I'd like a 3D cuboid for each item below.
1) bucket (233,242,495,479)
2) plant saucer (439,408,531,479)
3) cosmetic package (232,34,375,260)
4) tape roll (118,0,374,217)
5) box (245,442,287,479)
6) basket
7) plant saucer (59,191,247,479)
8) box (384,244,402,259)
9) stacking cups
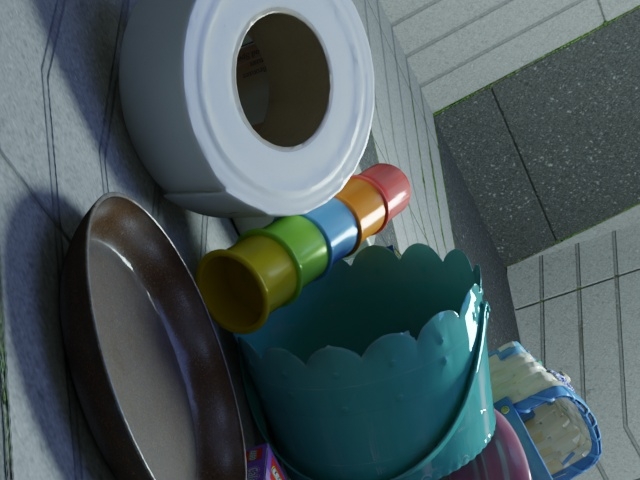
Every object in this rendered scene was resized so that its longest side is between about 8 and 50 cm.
[{"bbox_3d":[0.054,0.138,1.686,0.281,0.281,0.183,-77,154,-69],"label":"bucket"},{"bbox_3d":[0.123,0.341,1.761,0.332,0.084,0.332,-169,-90,-69],"label":"plant saucer"},{"bbox_3d":[-0.055,-0.114,1.869,0.129,0.153,0.296,-83,150,-61],"label":"cosmetic package"},{"bbox_3d":[-0.072,-0.163,1.643,0.286,0.100,0.286,0,90,-47],"label":"tape roll"},{"bbox_3d":[-0.022,0.366,1.482,0.201,0.057,0.293,-88,156,-62],"label":"box"},{"bbox_3d":[0.307,0.305,2.263,0.255,0.201,0.289,55,10,-52],"label":"basket"},{"bbox_3d":[-0.146,0.111,1.345,0.310,0.050,0.311,-18,90,-79],"label":"plant saucer"},{"bbox_3d":[0.153,0.119,2.695,0.233,0.044,0.159,46,28,-64],"label":"box"},{"bbox_3d":[0.000,0.000,1.715,0.316,0.096,0.096,-30,103,-47],"label":"stacking cups"}]
